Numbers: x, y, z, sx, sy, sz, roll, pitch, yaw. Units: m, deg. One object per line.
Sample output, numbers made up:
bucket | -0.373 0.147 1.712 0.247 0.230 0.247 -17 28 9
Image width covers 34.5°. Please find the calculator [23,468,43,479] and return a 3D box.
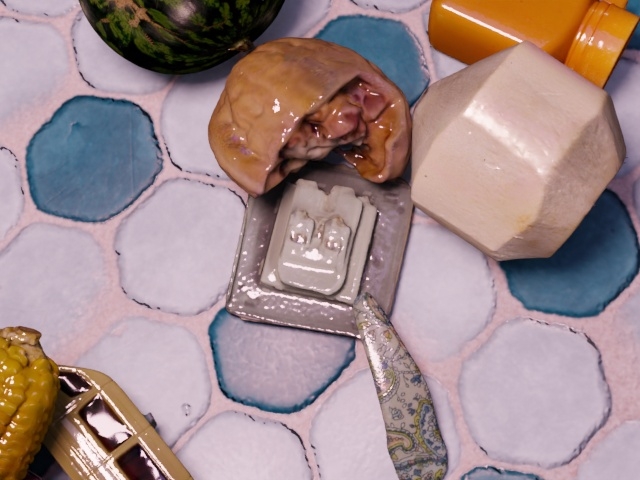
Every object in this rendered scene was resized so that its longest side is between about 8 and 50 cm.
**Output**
calculator | -0.269 0.335 1.089 0.034 0.126 0.190 -30 73 -41

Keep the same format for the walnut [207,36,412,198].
walnut | -0.012 -0.161 1.187 0.238 0.141 0.204 -8 54 -13

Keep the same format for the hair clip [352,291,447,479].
hair clip | 0.084 0.165 1.131 0.066 0.036 0.229 -18 84 -11

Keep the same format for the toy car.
toy car | -0.250 0.212 1.130 0.124 0.101 0.257 -39 76 -16

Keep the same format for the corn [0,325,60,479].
corn | -0.365 0.251 1.027 0.120 0.120 0.363 25 95 11

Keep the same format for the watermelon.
watermelon | -0.158 -0.325 1.206 0.269 0.269 0.269 -1 73 4

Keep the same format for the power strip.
power strip | 0.000 0.000 1.193 0.198 0.064 0.213 9 74 7

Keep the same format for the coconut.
coconut | 0.205 -0.104 1.130 0.241 0.241 0.241 -1 73 4

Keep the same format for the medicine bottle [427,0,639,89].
medicine bottle | 0.255 -0.265 1.228 0.222 0.112 0.149 28 77 12
